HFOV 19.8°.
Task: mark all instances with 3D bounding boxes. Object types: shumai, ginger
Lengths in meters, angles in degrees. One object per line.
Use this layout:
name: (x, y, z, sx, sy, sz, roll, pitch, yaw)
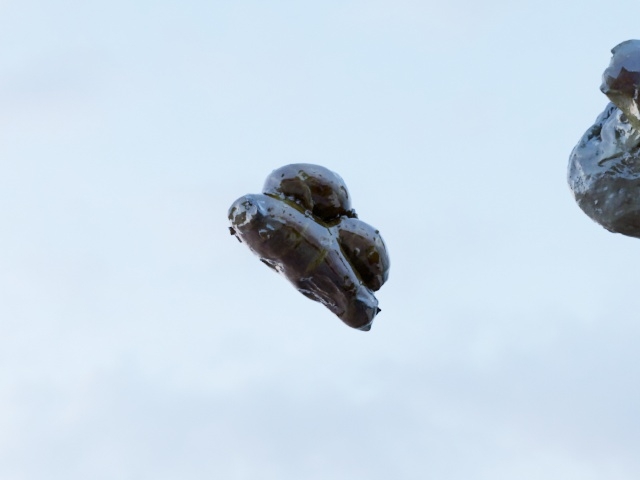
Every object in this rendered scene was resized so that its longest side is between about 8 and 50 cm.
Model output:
shumai: (0.340, -0.104, 1.793, 0.209, 0.161, 0.153, -25, -34, -30)
ginger: (0.000, 0.000, 1.586, 0.162, 0.103, 0.073, 44, -28, -11)
